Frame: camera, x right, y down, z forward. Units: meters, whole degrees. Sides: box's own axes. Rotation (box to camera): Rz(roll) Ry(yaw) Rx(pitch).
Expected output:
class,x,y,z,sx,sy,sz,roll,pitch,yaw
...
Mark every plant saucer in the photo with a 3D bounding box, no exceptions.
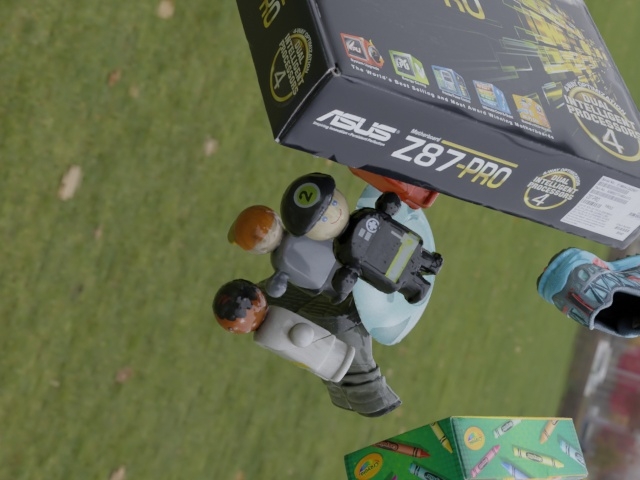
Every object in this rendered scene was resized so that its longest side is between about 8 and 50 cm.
class,x,y,z,sx,sy,sz,roll,pitch,yaw
plant saucer,0.092,0.022,1.558,0.195,0.037,0.194,5,85,-60

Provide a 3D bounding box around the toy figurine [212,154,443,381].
class,x,y,z,sx,sy,sz,roll,pitch,yaw
toy figurine,0.000,0.000,1.247,0.209,0.148,0.213,-47,-160,33

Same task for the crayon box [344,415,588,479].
class,x,y,z,sx,sy,sz,roll,pitch,yaw
crayon box,0.181,0.275,1.678,0.278,0.165,0.081,9,61,-49

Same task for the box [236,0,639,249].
class,x,y,z,sx,sy,sz,roll,pitch,yaw
box,0.111,-0.172,1.242,0.097,0.395,0.318,-51,-141,33

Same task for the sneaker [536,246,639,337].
class,x,y,z,sx,sy,sz,roll,pitch,yaw
sneaker,0.401,0.089,1.808,0.262,0.125,0.104,5,123,-39

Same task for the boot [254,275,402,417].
class,x,y,z,sx,sy,sz,roll,pitch,yaw
boot,-0.004,0.132,1.686,0.083,0.246,0.161,-29,113,-24
